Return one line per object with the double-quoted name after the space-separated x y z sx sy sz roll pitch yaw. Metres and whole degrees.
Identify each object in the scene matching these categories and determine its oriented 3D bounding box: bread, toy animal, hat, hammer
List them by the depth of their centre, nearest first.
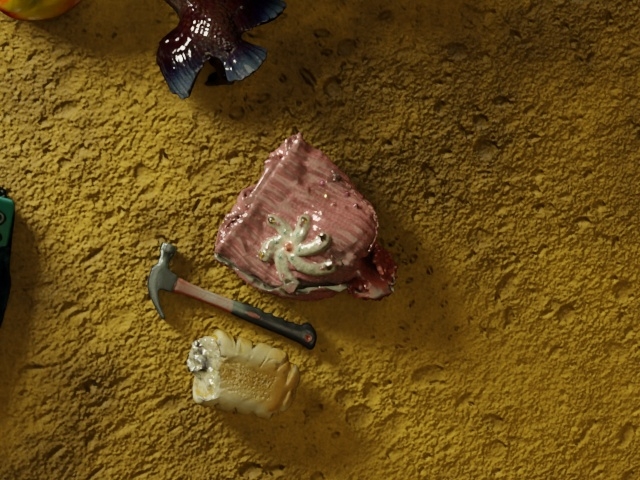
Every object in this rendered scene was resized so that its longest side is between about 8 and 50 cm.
-0.163 -0.321 1.952 0.218 0.116 0.179 -41 105 -4 "toy animal"
-0.120 0.208 2.014 0.177 0.084 0.119 18 92 -18 "bread"
0.000 0.000 2.027 0.286 0.107 0.236 35 93 -11 "hat"
-0.134 0.103 2.031 0.288 0.033 0.111 22 86 -17 "hammer"

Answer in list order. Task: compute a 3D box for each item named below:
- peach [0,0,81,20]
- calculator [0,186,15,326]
-0.414 -0.414 1.870 0.190 0.192 0.190 -13 135 -14 "peach"
-0.534 0.041 1.827 0.248 0.058 0.274 17 84 -55 "calculator"
